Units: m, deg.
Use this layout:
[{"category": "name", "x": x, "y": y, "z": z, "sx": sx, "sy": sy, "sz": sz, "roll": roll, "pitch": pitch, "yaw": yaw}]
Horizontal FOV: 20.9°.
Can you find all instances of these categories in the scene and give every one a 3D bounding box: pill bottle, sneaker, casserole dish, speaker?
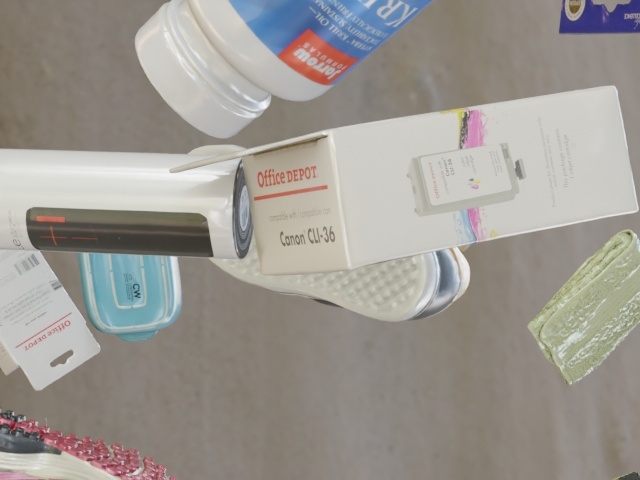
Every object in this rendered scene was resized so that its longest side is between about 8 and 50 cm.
[{"category": "pill bottle", "x": -0.005, "y": -0.163, "z": 1.060, "sx": 0.124, "sy": 0.221, "sz": 0.124, "roll": 40, "pitch": 25, "yaw": -23}, {"category": "sneaker", "x": -0.288, "y": 0.271, "z": 1.926, "sx": 0.121, "sy": 0.299, "sz": 0.112, "roll": -11, "pitch": 116, "yaw": -78}, {"category": "casserole dish", "x": -0.220, "y": 0.029, "z": 1.981, "sx": 0.037, "sy": 0.114, "sz": 0.188, "roll": -100, "pitch": -176, "yaw": -76}, {"category": "speaker", "x": -0.105, "y": -0.020, "z": 0.903, "sx": 0.055, "sy": 0.136, "sz": 0.055, "roll": 3, "pitch": 90, "yaw": -81}, {"category": "sneaker", "x": 0.000, "y": 0.000, "z": 1.709, "sx": 0.127, "sy": 0.321, "sz": 0.126, "roll": 5, "pitch": 108, "yaw": -57}]

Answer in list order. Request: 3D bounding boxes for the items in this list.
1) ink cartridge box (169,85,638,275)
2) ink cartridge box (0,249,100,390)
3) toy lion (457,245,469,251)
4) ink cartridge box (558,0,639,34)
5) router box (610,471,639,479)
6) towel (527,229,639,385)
[{"category": "ink cartridge box", "x": 0.038, "y": -0.025, "z": 0.847, "sx": 0.198, "sy": 0.115, "sz": 0.067, "roll": -10, "pitch": 91, "yaw": -23}, {"category": "ink cartridge box", "x": -0.356, "y": 0.087, "z": 2.069, "sx": 0.104, "sy": 0.060, "sz": 0.180, "roll": -33, "pitch": 91, "yaw": -31}, {"category": "toy lion", "x": 0.126, "y": -0.045, "z": 1.304, "sx": 0.034, "sy": 0.096, "sz": 0.100, "roll": 36, "pitch": 42, "yaw": 8}, {"category": "ink cartridge box", "x": 0.266, "y": -0.382, "z": 1.638, "sx": 0.069, "sy": 0.175, "sz": 0.371, "roll": -1, "pitch": 96, "yaw": -25}, {"category": "router box", "x": 0.276, "y": 0.391, "z": 1.543, "sx": 0.081, "sy": 0.243, "sz": 0.309, "roll": -18, "pitch": 69, "yaw": -24}, {"category": "towel", "x": 0.280, "y": 0.069, "z": 1.738, "sx": 0.027, "sy": 0.148, "sz": 0.110, "roll": 39, "pitch": -8, "yaw": 50}]
